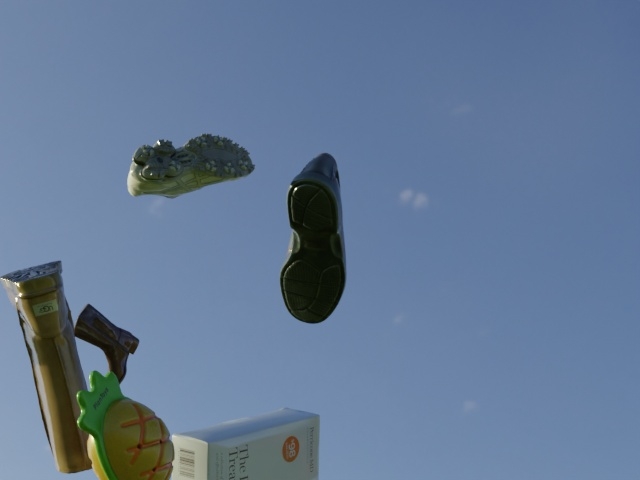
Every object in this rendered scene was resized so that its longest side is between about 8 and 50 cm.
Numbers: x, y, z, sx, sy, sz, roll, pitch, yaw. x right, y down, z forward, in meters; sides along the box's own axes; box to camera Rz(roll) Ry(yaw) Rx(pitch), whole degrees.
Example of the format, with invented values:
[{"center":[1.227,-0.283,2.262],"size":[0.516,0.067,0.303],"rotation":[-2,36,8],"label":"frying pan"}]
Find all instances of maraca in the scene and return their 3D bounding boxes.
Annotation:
[{"center":[-0.250,0.251,1.388],"size":[0.099,0.127,0.186],"rotation":[-20,-67,20],"label":"maraca"}]

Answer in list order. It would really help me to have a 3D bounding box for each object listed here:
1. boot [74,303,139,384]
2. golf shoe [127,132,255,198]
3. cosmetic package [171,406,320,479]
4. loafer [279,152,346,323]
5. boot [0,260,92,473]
[{"center":[-0.342,0.165,1.670],"size":[0.037,0.106,0.114],"rotation":[-9,-38,44],"label":"boot"},{"center":[-0.176,-0.093,1.452],"size":[0.176,0.069,0.086],"rotation":[-3,-29,-33],"label":"golf shoe"},{"center":[-0.126,0.503,1.908],"size":[0.097,0.377,0.284],"rotation":[4,6,38],"label":"cosmetic package"},{"center":[0.000,0.000,1.522],"size":[0.096,0.084,0.267],"rotation":[13,-48,10],"label":"loafer"},{"center":[-0.380,0.173,1.549],"size":[0.089,0.269,0.236],"rotation":[-14,8,-12],"label":"boot"}]
